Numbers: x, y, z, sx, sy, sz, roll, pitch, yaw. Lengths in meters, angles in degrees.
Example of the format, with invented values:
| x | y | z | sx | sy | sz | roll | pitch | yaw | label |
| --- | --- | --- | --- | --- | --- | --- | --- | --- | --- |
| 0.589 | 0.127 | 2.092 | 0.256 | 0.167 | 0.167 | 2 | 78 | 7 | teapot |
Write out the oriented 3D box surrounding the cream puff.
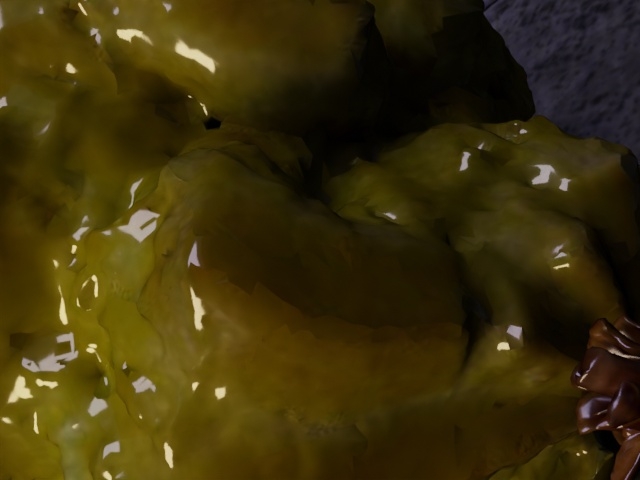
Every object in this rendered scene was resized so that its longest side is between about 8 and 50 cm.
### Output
| x | y | z | sx | sy | sz | roll | pitch | yaw | label |
| --- | --- | --- | --- | --- | --- | --- | --- | --- | --- |
| 0.000 | 0.000 | 0.578 | 0.275 | 0.378 | 0.378 | -13 | 50 | 42 | cream puff |

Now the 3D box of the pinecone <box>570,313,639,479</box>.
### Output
| x | y | z | sx | sy | sz | roll | pitch | yaw | label |
| --- | --- | --- | --- | --- | --- | --- | --- | --- | --- |
| 0.168 | 0.069 | 0.447 | 0.173 | 0.173 | 0.174 | -30 | 39 | 29 | pinecone |
